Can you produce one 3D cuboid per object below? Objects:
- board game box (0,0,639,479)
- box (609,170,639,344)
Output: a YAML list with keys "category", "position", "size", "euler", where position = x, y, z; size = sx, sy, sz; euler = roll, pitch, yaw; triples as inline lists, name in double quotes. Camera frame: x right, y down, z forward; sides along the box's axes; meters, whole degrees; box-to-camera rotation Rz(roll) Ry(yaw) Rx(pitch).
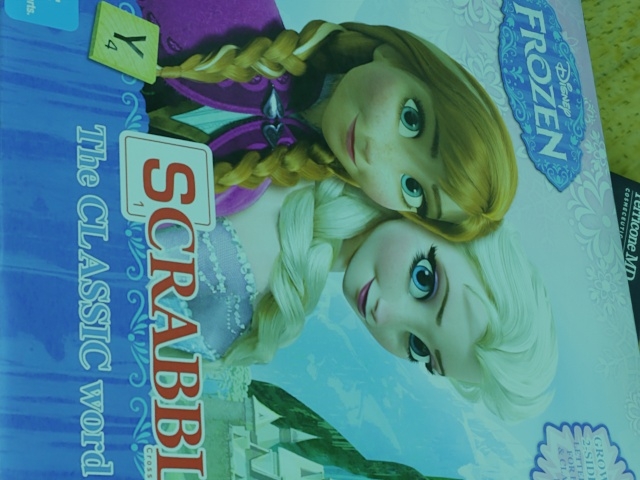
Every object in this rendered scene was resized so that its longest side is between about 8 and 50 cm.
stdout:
- category: "board game box"
  position: [0.000, 0.000, 0.564]
  size: [0.318, 0.066, 0.319]
  euler: [8, 66, -33]
- category: "box"
  position: [0.066, 0.067, 0.708]
  size: [0.184, 0.103, 0.261]
  euler: [22, 60, -11]
